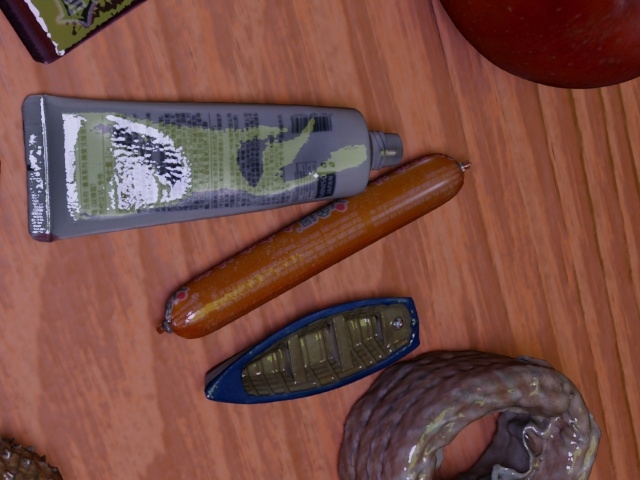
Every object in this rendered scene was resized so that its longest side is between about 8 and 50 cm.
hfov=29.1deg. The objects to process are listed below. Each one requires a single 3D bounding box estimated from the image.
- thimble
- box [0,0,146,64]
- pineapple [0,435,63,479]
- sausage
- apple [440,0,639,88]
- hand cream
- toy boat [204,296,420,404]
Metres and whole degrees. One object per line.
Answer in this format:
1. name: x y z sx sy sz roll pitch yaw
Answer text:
1. thimble: 0.139 0.205 1.203 0.229 0.148 0.196 -41 113 -18
2. box: -0.232 -0.261 0.962 0.120 0.069 0.224 -36 115 -17
3. pineapple: -0.296 0.182 0.998 0.197 0.108 0.108 45 78 -17
4. sausage: 0.000 0.000 1.140 0.348 0.053 0.053 -28 111 -20
5. apple: 0.229 -0.265 1.119 0.260 0.216 0.260 -5 101 -28
6. hand cream: -0.087 -0.071 1.085 0.341 0.078 0.124 -4 102 -19
7. toy boat: -0.011 0.105 1.158 0.229 0.046 0.080 -18 108 -24
